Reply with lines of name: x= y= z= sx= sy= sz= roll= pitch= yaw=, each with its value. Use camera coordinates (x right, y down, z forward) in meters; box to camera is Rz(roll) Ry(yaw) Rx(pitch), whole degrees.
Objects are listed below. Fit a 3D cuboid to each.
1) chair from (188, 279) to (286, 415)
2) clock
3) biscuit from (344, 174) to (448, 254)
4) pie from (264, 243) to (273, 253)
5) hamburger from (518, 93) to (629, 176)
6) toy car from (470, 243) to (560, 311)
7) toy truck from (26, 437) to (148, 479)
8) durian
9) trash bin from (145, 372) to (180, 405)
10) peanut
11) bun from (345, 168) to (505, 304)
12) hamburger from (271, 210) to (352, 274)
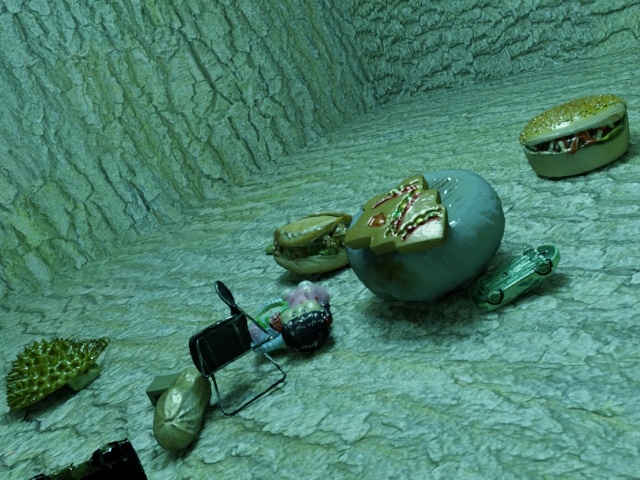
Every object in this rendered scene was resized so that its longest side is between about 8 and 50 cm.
chair: x=-0.189 y=0.201 z=1.312 sx=0.145 sy=0.140 sz=0.221 roll=-29 pitch=45 yaw=-16
clock: x=-0.063 y=0.183 z=1.441 sx=0.194 sy=0.100 sz=0.195 roll=-27 pitch=14 yaw=3
biscuit: x=0.158 y=-0.042 z=1.267 sx=0.212 sy=0.041 sz=0.238 roll=-40 pitch=32 yaw=-12
pie: x=-0.147 y=0.022 z=2.179 sx=0.085 sy=0.017 sz=0.085 roll=-20 pitch=17 yaw=6
hamburger: x=0.683 y=-0.291 z=1.782 sx=0.302 sy=0.170 sz=0.302 roll=-20 pitch=16 yaw=6
toy car: x=0.375 y=0.074 z=1.259 sx=0.186 sy=0.058 sz=0.093 roll=-33 pitch=16 yaw=7
toy truck: x=-0.416 y=0.429 z=1.109 sx=0.257 sy=0.127 sz=0.127 roll=-24 pitch=2 yaw=-5
durian: x=-0.688 y=0.345 z=1.731 sx=0.306 sy=0.166 sz=0.172 roll=-35 pitch=50 yaw=-18
trash bin: x=-0.325 y=0.320 z=1.450 sx=0.092 sy=0.043 sz=0.061 roll=-16 pitch=18 yaw=18
peanut: x=-0.267 y=0.319 z=1.283 sx=0.090 sy=0.099 sz=0.214 roll=-33 pitch=12 yaw=12
bun: x=0.229 y=0.000 z=1.405 sx=0.361 sy=0.211 sz=0.362 roll=-24 pitch=20 yaw=9
hamburger: x=0.000 y=0.000 z=1.828 sx=0.286 sy=0.146 sz=0.243 roll=-8 pitch=18 yaw=27
